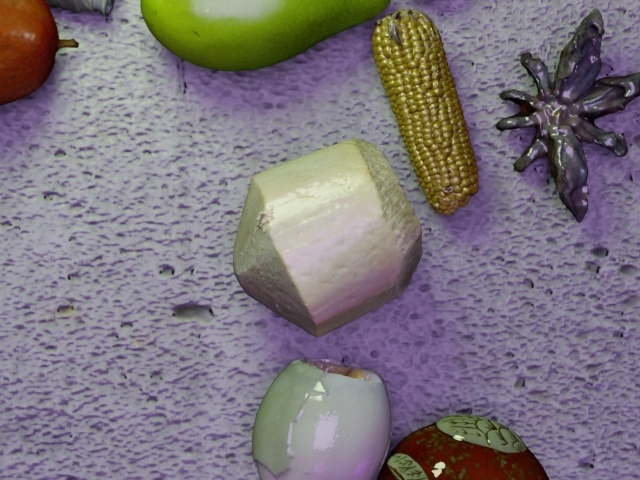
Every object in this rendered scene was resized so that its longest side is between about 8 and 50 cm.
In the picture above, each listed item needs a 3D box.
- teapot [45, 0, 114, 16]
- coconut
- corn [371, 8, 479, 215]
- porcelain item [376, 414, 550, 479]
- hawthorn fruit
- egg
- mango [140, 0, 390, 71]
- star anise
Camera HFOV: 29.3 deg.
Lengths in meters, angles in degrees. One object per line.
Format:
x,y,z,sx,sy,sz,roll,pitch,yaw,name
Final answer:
-0.378,-0.374,1.679,0.200,0.107,0.077,17,77,-2,teapot
0.000,0.000,1.622,0.244,0.239,0.239,-26,89,-4,coconut
0.151,-0.180,1.694,0.106,0.106,0.293,-20,90,-2,corn
0.194,0.355,1.611,0.253,0.253,0.253,0,88,-2,porcelain item
-0.435,-0.269,1.653,0.225,0.196,0.197,-1,88,-26,hawthorn fruit
-0.001,0.269,1.632,0.183,0.183,0.217,11,94,-1,egg
-0.073,-0.330,1.662,0.343,0.156,0.192,-7,87,-3,mango
0.351,-0.185,1.695,0.198,0.110,0.258,34,94,0,star anise
